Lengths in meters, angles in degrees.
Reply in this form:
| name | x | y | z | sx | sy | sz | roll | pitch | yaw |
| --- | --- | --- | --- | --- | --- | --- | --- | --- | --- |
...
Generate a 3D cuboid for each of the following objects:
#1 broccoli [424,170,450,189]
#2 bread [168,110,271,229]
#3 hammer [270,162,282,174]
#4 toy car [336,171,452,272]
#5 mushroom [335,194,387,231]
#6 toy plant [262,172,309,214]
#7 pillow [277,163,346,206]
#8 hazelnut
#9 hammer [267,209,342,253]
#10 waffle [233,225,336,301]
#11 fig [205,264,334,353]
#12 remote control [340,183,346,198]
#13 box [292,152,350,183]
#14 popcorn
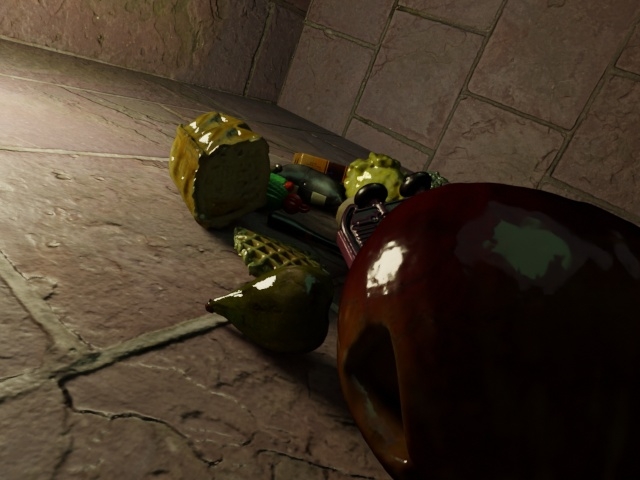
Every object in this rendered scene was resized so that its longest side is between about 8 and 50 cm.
| name | x | y | z | sx | sy | sz | roll | pitch | yaw |
| --- | --- | --- | --- | --- | --- | --- | --- | --- | --- |
| broccoli | 0.396 | -0.098 | 1.577 | 0.246 | 0.288 | 0.248 | 29 | -23 | -28 |
| bread | -0.230 | -0.170 | 1.043 | 0.239 | 0.196 | 0.252 | -33 | 36 | -18 |
| hammer | -0.211 | -0.228 | 1.416 | 0.058 | 0.029 | 0.292 | -29 | 27 | -25 |
| toy car | 0.200 | 0.023 | 1.019 | 0.341 | 0.240 | 0.271 | -12 | 54 | -15 |
| mushroom | 0.120 | -0.047 | 1.238 | 0.166 | 0.127 | 0.166 | 9 | 54 | -12 |
| toy plant | -0.147 | -0.136 | 1.227 | 0.241 | 0.088 | 0.154 | 8 | 36 | -7 |
| pillow | -0.034 | -0.172 | 1.427 | 0.250 | 0.105 | 0.186 | 19 | 17 | 0 |
| hazelnut | 0.220 | 0.135 | 0.562 | 0.430 | 0.402 | 0.402 | 17 | 20 | -19 |
| hammer | 0.000 | 0.000 | 1.125 | 0.290 | 0.037 | 0.137 | 24 | 18 | 3 |
| waffle | -0.075 | 0.043 | 0.906 | 0.208 | 0.054 | 0.214 | 18 | 17 | -23 |
| fig | -0.067 | 0.094 | 0.691 | 0.185 | 0.132 | 0.127 | 11 | 19 | 32 |
| remote control | 0.018 | -0.187 | 1.625 | 0.234 | 0.038 | 0.098 | 6 | 21 | -37 |
| box | 0.027 | -0.243 | 1.597 | 0.237 | 0.070 | 0.152 | 12 | 8 | -15 |
| popcorn | 0.193 | -0.124 | 1.412 | 0.242 | 0.235 | 0.250 | 10 | 62 | -23 |
